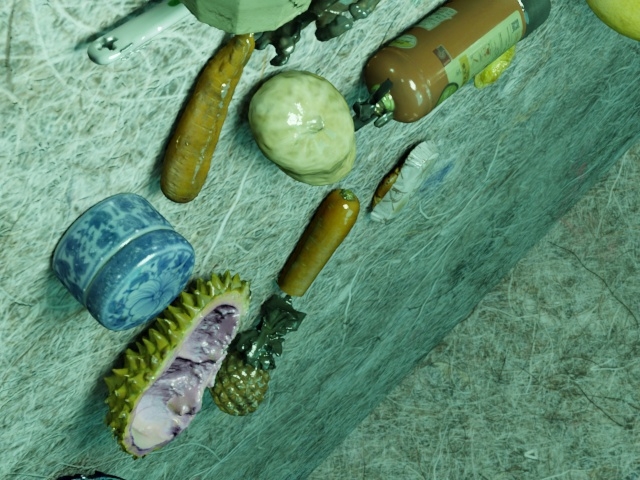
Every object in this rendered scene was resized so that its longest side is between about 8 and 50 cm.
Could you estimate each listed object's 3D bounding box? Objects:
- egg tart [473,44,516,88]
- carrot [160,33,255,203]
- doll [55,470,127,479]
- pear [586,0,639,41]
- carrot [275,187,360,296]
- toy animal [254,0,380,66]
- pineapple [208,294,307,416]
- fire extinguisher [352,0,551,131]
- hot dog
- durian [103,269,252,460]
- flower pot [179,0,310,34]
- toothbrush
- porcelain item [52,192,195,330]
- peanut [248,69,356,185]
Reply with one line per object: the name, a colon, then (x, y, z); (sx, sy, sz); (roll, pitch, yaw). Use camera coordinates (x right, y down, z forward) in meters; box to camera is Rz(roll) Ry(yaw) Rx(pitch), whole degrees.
egg tart: (0.291, -0.308, 1.806); (0.105, 0.039, 0.105); (-40, 160, -18)
carrot: (-0.133, -0.145, 1.233); (0.059, 0.059, 0.248); (-20, 144, -52)
doll: (-0.400, 0.538, 1.758); (0.310, 0.284, 0.240); (-39, -158, -31)
pear: (0.569, -0.464, 1.685); (0.314, 0.314, 0.314); (-40, 160, -18)
carrot: (0.000, 0.000, 1.780); (0.067, 0.067, 0.225); (-19, 149, -53)
toy animal: (0.013, -0.287, 1.173); (0.232, 0.084, 0.148); (-42, -161, 10)
pineapple: (-0.110, 0.200, 1.902); (0.111, 0.119, 0.237); (25, 109, -23)
fire extinguisher: (0.169, -0.251, 1.553); (0.376, 0.113, 0.200); (-38, 160, -23)
hot dog: (0.147, -0.102, 1.900); (0.099, 0.053, 0.192); (-24, 154, -45)
durian: (-0.237, 0.179, 1.592); (0.191, 0.112, 0.341); (5, 118, -55)
flower pot: (-0.060, -0.281, 0.911); (0.212, 0.212, 0.203); (-39, 167, -18)
toothbrush: (-0.072, -0.281, 1.103); (0.418, 0.042, 0.040); (-38, 150, -27)
porcelain item: (-0.234, 0.030, 1.278); (0.147, 0.114, 0.147); (-41, 160, -19)
peanut: (-0.016, -0.141, 1.373); (0.129, 0.129, 0.224); (-47, 163, 3)
